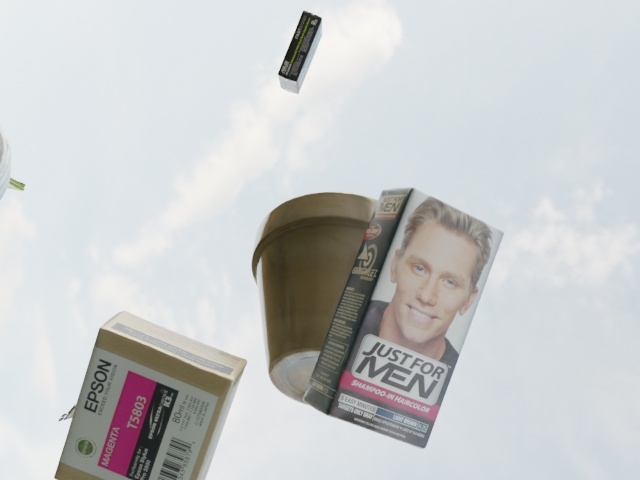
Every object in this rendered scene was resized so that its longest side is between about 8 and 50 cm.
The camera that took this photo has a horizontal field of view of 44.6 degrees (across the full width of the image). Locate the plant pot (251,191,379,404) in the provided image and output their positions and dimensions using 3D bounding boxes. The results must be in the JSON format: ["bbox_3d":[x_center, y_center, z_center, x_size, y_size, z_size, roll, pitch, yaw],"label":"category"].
[{"bbox_3d":[0.023,0.123,1.358,0.323,0.323,0.280,-38,-149,38],"label":"plant pot"}]

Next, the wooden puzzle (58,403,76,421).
[{"bbox_3d":[-0.498,0.349,1.607,0.049,0.083,0.006,-46,-110,25],"label":"wooden puzzle"}]

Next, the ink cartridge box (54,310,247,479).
[{"bbox_3d":[-0.229,0.241,1.055,0.193,0.088,0.234,20,-77,3],"label":"ink cartridge box"}]

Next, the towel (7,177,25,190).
[{"bbox_3d":[-0.736,-0.166,1.641,0.102,0.237,0.021,12,-106,27],"label":"towel"}]

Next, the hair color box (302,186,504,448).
[{"bbox_3d":[0.124,0.112,1.163,0.105,0.174,0.347,3,-109,68],"label":"hair color box"}]

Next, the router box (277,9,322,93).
[{"bbox_3d":[-0.034,-0.326,1.361,0.092,0.038,0.122,75,36,-87],"label":"router box"}]

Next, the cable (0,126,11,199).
[{"bbox_3d":[-0.580,-0.119,1.116,0.257,0.257,0.089,47,-42,23],"label":"cable"}]
